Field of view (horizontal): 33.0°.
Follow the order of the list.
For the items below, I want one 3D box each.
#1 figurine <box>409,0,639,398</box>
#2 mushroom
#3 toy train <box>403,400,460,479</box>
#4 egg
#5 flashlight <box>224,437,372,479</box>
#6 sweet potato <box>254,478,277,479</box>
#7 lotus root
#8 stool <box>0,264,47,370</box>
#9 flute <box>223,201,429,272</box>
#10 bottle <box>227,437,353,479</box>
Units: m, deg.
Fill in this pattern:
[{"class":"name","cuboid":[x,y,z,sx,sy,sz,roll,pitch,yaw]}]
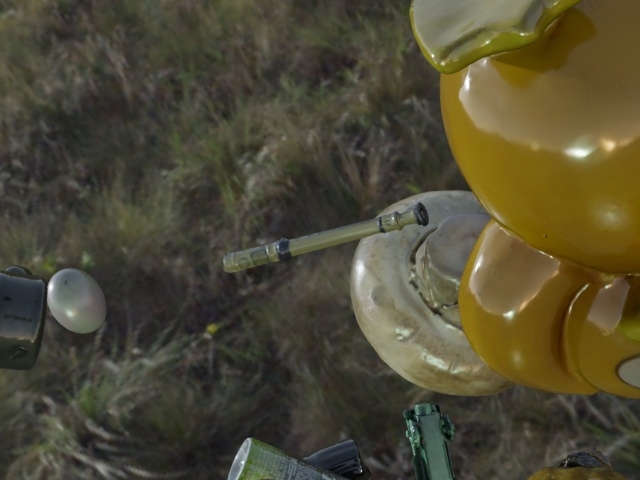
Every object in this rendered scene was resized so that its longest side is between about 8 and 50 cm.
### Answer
[{"class":"figurine","cuboid":[0.141,-0.035,0.476,0.215,0.228,0.215,-29,5,3]},{"class":"mushroom","cuboid":[0.159,0.050,1.189,0.254,0.184,0.255,3,51,-3]},{"class":"toy train","cuboid":[0.186,0.367,1.806,0.083,0.132,0.200,-8,86,-7]},{"class":"egg","cuboid":[-0.468,0.117,2.075,0.103,0.135,0.103,-26,17,8]},{"class":"flashlight","cuboid":[-0.122,0.429,1.788,0.423,0.103,0.103,-18,40,-10]},{"class":"sweet potato","cuboid":[-0.160,0.413,1.531,0.251,0.097,0.097,-34,42,-10]},{"class":"lotus root","cuboid":[0.312,0.358,1.314,0.169,0.141,0.314,-2,10,19]},{"class":"stool","cuboid":[-0.515,0.121,1.732,0.228,0.139,0.153,-160,81,-70]},{"class":"flute","cuboid":[0.000,0.000,1.125,0.233,0.027,0.027,-14,43,22]},{"class":"bottle","cuboid":[0.019,0.414,1.698,0.093,0.330,0.093,-61,10,20]}]
